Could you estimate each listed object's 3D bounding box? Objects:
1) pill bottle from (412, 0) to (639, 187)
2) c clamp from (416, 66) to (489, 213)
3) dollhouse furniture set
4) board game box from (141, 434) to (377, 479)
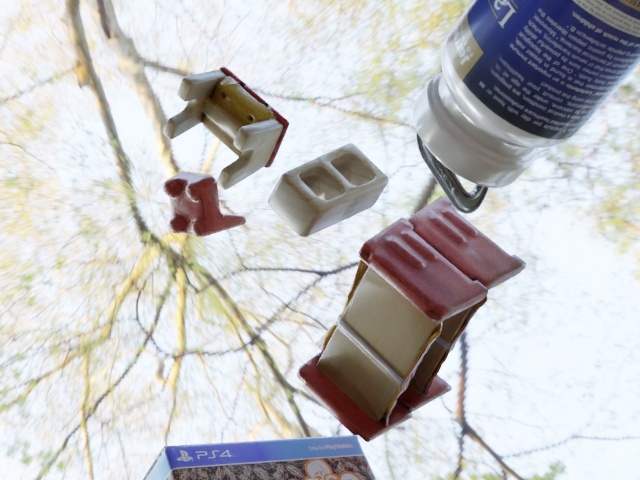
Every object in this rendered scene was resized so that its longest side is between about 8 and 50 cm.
[{"bbox_3d":[0.203,-0.178,1.132,0.153,0.153,0.264,31,-52,-8],"label":"pill bottle"},{"bbox_3d":[0.158,-0.116,1.409,0.137,0.022,0.160,-53,-55,-36],"label":"c clamp"},{"bbox_3d":[0.000,0.000,1.310,0.374,0.152,0.201,43,-50,19],"label":"dollhouse furniture set"},{"bbox_3d":[-0.033,0.349,1.211,0.232,0.291,0.141,2,-44,-35],"label":"board game box"}]
